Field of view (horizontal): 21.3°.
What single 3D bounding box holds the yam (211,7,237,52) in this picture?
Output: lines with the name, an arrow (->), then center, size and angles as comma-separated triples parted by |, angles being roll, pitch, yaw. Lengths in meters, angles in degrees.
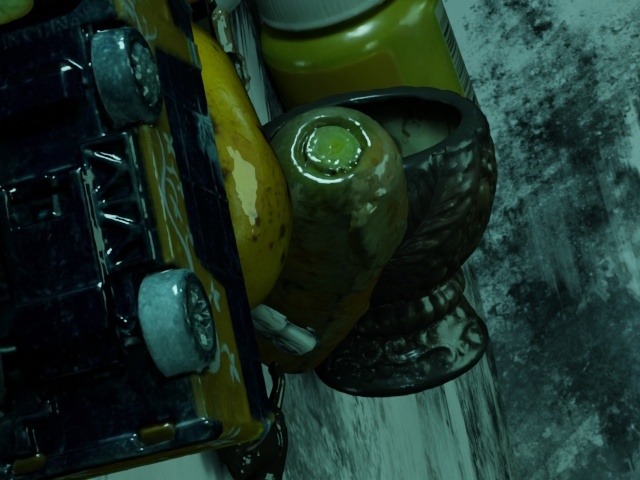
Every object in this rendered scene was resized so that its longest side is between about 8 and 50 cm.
yam -> -0.091, -0.095, 1.582 | 0.057, 0.056, 0.241 | -11, 94, -78

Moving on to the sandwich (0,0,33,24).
sandwich -> -0.230, -0.197, 0.942 | 0.187, 0.144, 0.117 | -90, 162, -51

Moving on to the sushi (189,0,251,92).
sushi -> -0.091, -0.130, 1.491 | 0.192, 0.043, 0.280 | 134, -57, -64

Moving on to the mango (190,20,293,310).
mango -> -0.113, -0.069, 1.283 | 0.191, 0.160, 0.290 | 54, 17, -39

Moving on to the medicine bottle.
medicine bottle -> 0.044, -0.237, 2.031 | 0.224, 0.224, 0.384 | -89, 159, -54

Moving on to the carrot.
carrot -> 0.000, 0.000, 1.497 | 0.302, 0.138, 0.139 | 112, -28, -58

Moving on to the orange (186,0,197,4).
orange -> -0.134, -0.285, 1.319 | 0.193, 0.219, 0.219 | 45, 26, -31

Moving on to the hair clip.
hair clip -> -0.077, 0.032, 1.448 | 0.172, 0.049, 0.116 | 49, -9, -25

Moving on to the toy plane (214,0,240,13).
toy plane -> -0.129, -0.328, 1.635 | 0.252, 0.118, 0.252 | 169, -90, -84

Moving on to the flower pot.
flower pot -> 0.063, 0.005, 1.784 | 0.266, 0.266, 0.267 | -78, 160, -66

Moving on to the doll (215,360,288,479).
doll -> -0.062, 0.166, 1.434 | 0.139, 0.057, 0.165 | 58, 24, -59

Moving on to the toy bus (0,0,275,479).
toy bus -> -0.143, -0.016, 1.061 | 0.194, 0.161, 0.324 | 31, 46, -73
